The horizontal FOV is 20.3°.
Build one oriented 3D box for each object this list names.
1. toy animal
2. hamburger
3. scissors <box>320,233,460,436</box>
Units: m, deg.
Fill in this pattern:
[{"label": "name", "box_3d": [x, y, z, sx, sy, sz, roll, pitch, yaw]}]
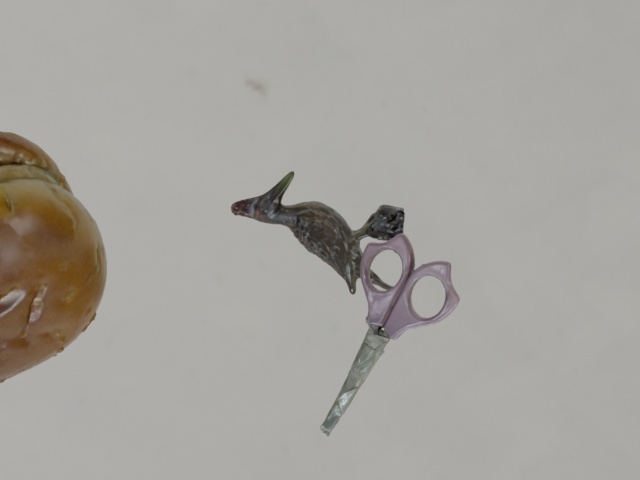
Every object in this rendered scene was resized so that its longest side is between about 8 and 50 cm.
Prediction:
[{"label": "toy animal", "box_3d": [0.008, -0.007, 1.793, 0.202, 0.070, 0.105, 18, 102, -8]}, {"label": "hamburger", "box_3d": [-0.354, 0.041, 1.748, 0.290, 0.170, 0.314, -33, 150, -3]}, {"label": "scissors", "box_3d": [0.051, 0.098, 1.733, 0.212, 0.110, 0.021, -61, 155, 10]}]
